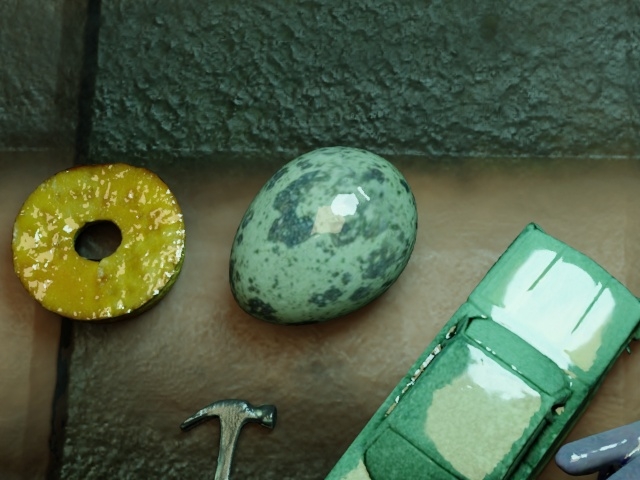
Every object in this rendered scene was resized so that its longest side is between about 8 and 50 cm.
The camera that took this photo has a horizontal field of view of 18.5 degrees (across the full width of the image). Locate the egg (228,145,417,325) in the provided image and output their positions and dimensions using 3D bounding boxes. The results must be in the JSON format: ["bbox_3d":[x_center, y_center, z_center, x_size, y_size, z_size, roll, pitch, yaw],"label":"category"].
[{"bbox_3d":[0.000,0.000,1.609,0.172,0.132,0.132,-40,73,6],"label":"egg"}]

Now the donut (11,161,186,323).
[{"bbox_3d":[-0.183,0.006,1.669,0.151,0.058,0.152,-2,73,8],"label":"donut"}]

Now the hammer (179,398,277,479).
[{"bbox_3d":[-0.089,0.227,1.611,0.078,0.021,0.201,6,74,9],"label":"hammer"}]

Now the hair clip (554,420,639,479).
[{"bbox_3d":[0.304,0.149,1.540,0.278,0.090,0.137,-34,52,-4],"label":"hair clip"}]

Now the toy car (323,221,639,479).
[{"bbox_3d":[0.127,0.142,1.568,0.141,0.097,0.321,36,82,15],"label":"toy car"}]
